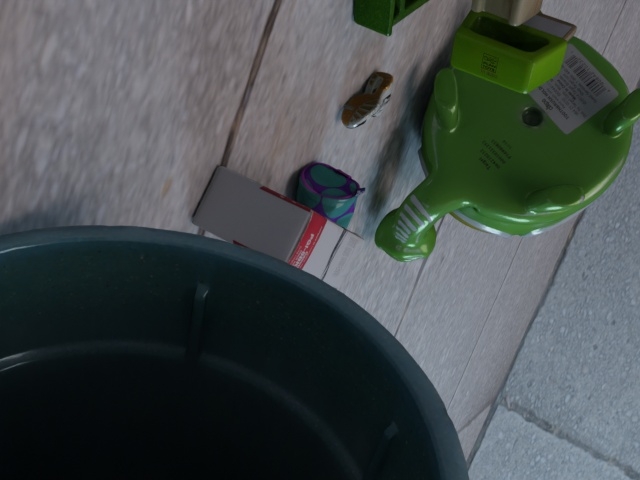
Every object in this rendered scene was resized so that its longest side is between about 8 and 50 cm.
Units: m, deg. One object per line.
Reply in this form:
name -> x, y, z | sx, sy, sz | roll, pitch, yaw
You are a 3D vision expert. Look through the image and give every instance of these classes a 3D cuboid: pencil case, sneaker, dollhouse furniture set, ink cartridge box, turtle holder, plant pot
pencil case -> 0.000, 0.000, 0.841 | 0.070, 0.064, 0.151 | -21, 134, -42
sneaker -> 0.052, -0.137, 0.847 | 0.083, 0.032, 0.037 | -49, 153, -29
dollhouse furniture set -> 0.155, -0.307, 0.677 | 0.151, 0.198, 0.301 | -43, 150, -36
ink cartridge box -> -0.033, -0.008, 0.719 | 0.056, 0.099, 0.135 | -64, 156, 0
turtle holder -> 0.232, -0.094, 1.017 | 0.227, 0.243, 0.320 | 94, 18, -75
plant pot -> -0.125, 0.222, 0.478 | 0.341, 0.341, 0.334 | -36, 148, -47
